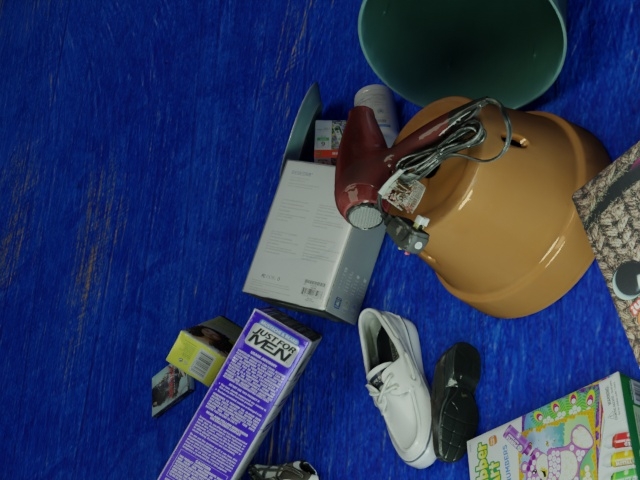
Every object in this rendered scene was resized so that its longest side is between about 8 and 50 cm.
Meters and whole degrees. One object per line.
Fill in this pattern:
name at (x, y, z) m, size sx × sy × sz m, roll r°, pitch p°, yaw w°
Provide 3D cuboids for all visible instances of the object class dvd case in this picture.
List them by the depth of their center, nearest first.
dvd case at (-0.270, 0.261, 2.310) m, size 0.119 × 0.013 × 0.087 m, roll -37°, pitch 43°, yaw 34°

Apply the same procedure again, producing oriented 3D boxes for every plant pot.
plant pot at (0.215, -0.063, 1.696) m, size 0.291 × 0.203 × 0.290 m, roll -32°, pitch 45°, yaw 40°
plant pot at (0.220, -0.363, 1.826) m, size 0.293 × 0.293 × 0.235 m, roll -29°, pitch 32°, yaw 41°

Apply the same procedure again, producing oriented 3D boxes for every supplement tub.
supplement tub at (0.093, -0.193, 2.062) m, size 0.071 × 0.071 × 0.107 m, roll -37°, pitch 42°, yaw 35°

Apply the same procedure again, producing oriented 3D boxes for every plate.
plate at (-0.027, -0.181, 2.180) m, size 0.188 × 0.024 × 0.188 m, roll 19°, pitch -90°, yaw -85°

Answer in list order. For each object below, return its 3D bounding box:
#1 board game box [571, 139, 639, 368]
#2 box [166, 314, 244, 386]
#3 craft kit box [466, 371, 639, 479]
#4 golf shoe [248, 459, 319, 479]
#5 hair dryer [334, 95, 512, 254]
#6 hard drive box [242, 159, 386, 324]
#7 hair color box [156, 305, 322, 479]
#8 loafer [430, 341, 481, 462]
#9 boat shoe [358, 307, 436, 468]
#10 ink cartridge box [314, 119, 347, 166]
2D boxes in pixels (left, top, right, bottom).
board game box at (0.443, 0.010, 1.397) m, size 0.232 × 0.141 × 0.291 m, roll -43°, pitch 39°, yaw 29°
box at (-0.169, 0.176, 2.049) m, size 0.058 × 0.087 × 0.232 m, roll -60°, pitch -7°, yaw 7°
craft kit box at (0.288, 0.314, 1.492) m, size 0.247 × 0.061 × 0.249 m, roll -36°, pitch 43°, yaw 39°
golf shoe at (-0.052, 0.370, 1.908) m, size 0.198 × 0.094 × 0.077 m, roll -178°, pitch 71°, yaw -75°
hair dryer at (0.114, -0.104, 1.637) m, size 0.223 × 0.080 × 0.293 m, roll -49°, pitch 39°, yaw -5°
hard drive box at (0.000, 0.000, 2.010) m, size 0.181 × 0.089 × 0.232 m, roll 12°, pitch 79°, yaw 40°
hair color box at (-0.129, 0.270, 1.941) m, size 0.338 × 0.110 × 0.185 m, roll -59°, pitch -5°, yaw 1°
loafer at (0.176, 0.223, 1.702) m, size 0.061 × 0.062 × 0.170 m, roll -34°, pitch 35°, yaw 52°
boat shoe at (0.101, 0.205, 1.782) m, size 0.095 × 0.084 × 0.258 m, roll -46°, pitch 38°, yaw 25°
ink cartridge box at (0.021, -0.149, 2.136) m, size 0.029 × 0.063 × 0.115 m, roll 86°, pitch -175°, yaw -60°
